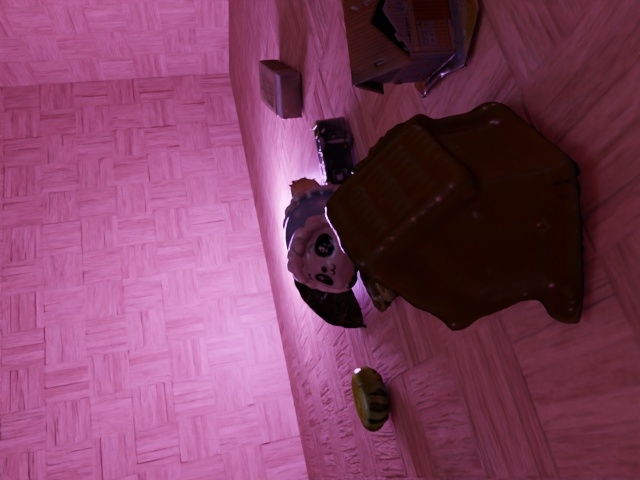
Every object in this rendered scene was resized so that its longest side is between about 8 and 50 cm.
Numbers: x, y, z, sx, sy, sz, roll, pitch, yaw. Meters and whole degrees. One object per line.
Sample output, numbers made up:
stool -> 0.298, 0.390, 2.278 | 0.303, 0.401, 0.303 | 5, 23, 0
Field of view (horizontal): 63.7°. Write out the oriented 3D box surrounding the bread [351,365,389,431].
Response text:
bread -> 0.116, 0.361, 1.185 | 0.139, 0.071, 0.130 | -115, 24, -55

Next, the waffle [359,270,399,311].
waffle -> 0.111, 0.024, 1.043 | 0.204, 0.054, 0.223 | -114, 22, -48

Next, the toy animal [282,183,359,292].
toy animal -> 0.000, 0.000, 1.074 | 0.204, 0.156, 0.208 | -98, 10, -53

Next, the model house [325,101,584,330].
model house -> 0.122, -0.035, 0.561 | 0.268, 0.239, 0.173 | -114, 17, -53

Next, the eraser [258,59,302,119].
eraser -> -0.136, -0.506, 1.706 | 0.343, 0.078, 0.144 | -123, 28, -59

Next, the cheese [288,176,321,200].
cheese -> -0.042, -0.089, 1.525 | 0.123, 0.093, 0.167 | -121, 26, -55

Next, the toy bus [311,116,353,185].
toy bus -> 0.040, -0.166, 1.185 | 0.074, 0.081, 0.226 | 165, 94, -81

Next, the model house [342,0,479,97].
model house -> 0.099, -0.319, 0.707 | 0.207, 0.135, 0.219 | 165, 96, -78

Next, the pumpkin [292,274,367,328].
pumpkin -> 0.019, 0.125, 1.257 | 0.163, 0.111, 0.278 | 38, 148, 53
